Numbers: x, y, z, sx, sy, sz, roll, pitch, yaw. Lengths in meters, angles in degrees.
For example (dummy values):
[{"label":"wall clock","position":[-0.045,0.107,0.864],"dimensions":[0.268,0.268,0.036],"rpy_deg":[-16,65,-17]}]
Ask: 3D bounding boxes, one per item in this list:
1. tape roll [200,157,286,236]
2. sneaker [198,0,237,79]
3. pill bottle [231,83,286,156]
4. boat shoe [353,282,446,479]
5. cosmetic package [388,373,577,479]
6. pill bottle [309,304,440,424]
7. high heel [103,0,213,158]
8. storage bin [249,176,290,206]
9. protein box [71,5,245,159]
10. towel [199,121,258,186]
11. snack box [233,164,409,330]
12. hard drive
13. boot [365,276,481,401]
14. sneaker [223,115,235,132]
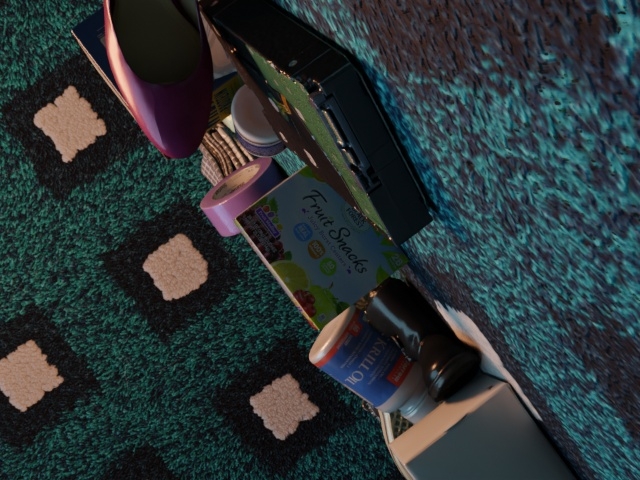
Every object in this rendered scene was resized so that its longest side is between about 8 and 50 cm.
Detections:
[{"label":"tape roll","position":[-0.162,-0.097,2.146],"dimensions":[0.080,0.189,0.189],"rpy_deg":[55,174,-20]},{"label":"sneaker","position":[-0.152,-0.314,1.363],"dimensions":[0.071,0.083,0.190],"rpy_deg":[-154,51,-84]},{"label":"pill bottle","position":[-0.083,-0.176,1.475],"dimensions":[0.094,0.094,0.169],"rpy_deg":[53,174,4]},{"label":"boat shoe","position":[0.160,0.268,1.840],"dimensions":[0.500,0.187,0.156],"rpy_deg":[59,179,-6]},{"label":"cosmetic package","position":[0.290,0.402,1.467],"dimensions":[0.365,0.197,0.155],"rpy_deg":[55,175,-1]},{"label":"pill bottle","position":[0.102,0.216,1.692],"dimensions":[0.221,0.124,0.124],"rpy_deg":[35,176,-6]},{"label":"high heel","position":[-0.194,-0.270,1.121],"dimensions":[0.181,0.127,0.377],"rpy_deg":[-130,27,-75]},{"label":"storage bin","position":[-0.053,-0.026,2.022],"dimensions":[0.084,0.122,0.180],"rpy_deg":[48,172,40]},{"label":"protein box","position":[-0.216,-0.268,1.461],"dimensions":[0.201,0.200,0.136],"rpy_deg":[52,175,8]},{"label":"towel","position":[-0.208,-0.159,2.496],"dimensions":[0.283,0.121,0.235],"rpy_deg":[52,173,18]},{"label":"snack box","position":[0.000,0.000,1.469],"dimensions":[0.207,0.174,0.070],"rpy_deg":[54,171,-3]},{"label":"hard drive","position":[-0.012,-0.158,1.160],"dimensions":[0.237,0.064,0.339],"rpy_deg":[57,174,-37]},{"label":"boot","position":[0.151,0.150,1.556],"dimensions":[0.207,0.094,0.246],"rpy_deg":[48,179,15]},{"label":"sneaker","position":[-0.262,-0.274,2.073],"dimensions":[0.256,0.151,0.094],"rpy_deg":[48,171,35]}]
